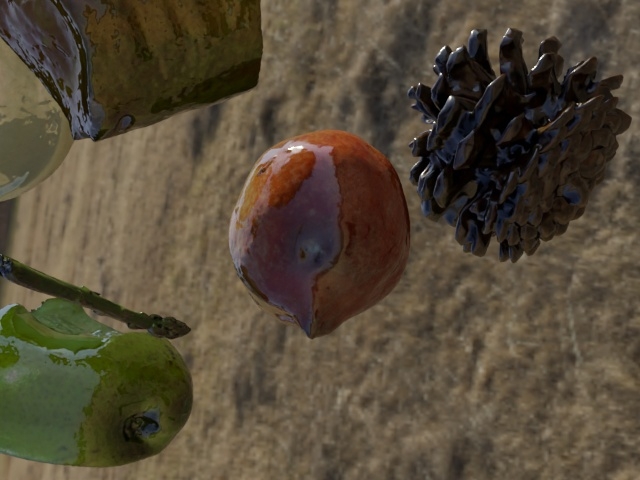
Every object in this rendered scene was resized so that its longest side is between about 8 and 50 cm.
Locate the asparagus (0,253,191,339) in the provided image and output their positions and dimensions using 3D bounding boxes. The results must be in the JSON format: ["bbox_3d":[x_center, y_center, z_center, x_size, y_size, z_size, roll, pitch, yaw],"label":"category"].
[{"bbox_3d":[-0.161,0.048,0.733,0.023,0.233,0.022,-22,67,17],"label":"asparagus"}]

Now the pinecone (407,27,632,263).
[{"bbox_3d":[0.312,-0.179,1.666,0.398,0.398,0.397,-172,90,-71],"label":"pinecone"}]

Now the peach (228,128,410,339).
[{"bbox_3d":[0.000,0.000,1.180,0.232,0.232,0.256,120,153,-47],"label":"peach"}]

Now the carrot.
[{"bbox_3d":[-0.162,-0.251,1.027,0.241,0.341,0.241,57,163,29],"label":"carrot"}]

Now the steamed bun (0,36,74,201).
[{"bbox_3d":[-0.486,-0.323,1.441,0.371,0.290,0.456,-92,-16,-53],"label":"steamed bun"}]

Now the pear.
[{"bbox_3d":[-0.315,0.193,1.347,0.286,0.282,0.176,-13,-66,-68],"label":"pear"}]
